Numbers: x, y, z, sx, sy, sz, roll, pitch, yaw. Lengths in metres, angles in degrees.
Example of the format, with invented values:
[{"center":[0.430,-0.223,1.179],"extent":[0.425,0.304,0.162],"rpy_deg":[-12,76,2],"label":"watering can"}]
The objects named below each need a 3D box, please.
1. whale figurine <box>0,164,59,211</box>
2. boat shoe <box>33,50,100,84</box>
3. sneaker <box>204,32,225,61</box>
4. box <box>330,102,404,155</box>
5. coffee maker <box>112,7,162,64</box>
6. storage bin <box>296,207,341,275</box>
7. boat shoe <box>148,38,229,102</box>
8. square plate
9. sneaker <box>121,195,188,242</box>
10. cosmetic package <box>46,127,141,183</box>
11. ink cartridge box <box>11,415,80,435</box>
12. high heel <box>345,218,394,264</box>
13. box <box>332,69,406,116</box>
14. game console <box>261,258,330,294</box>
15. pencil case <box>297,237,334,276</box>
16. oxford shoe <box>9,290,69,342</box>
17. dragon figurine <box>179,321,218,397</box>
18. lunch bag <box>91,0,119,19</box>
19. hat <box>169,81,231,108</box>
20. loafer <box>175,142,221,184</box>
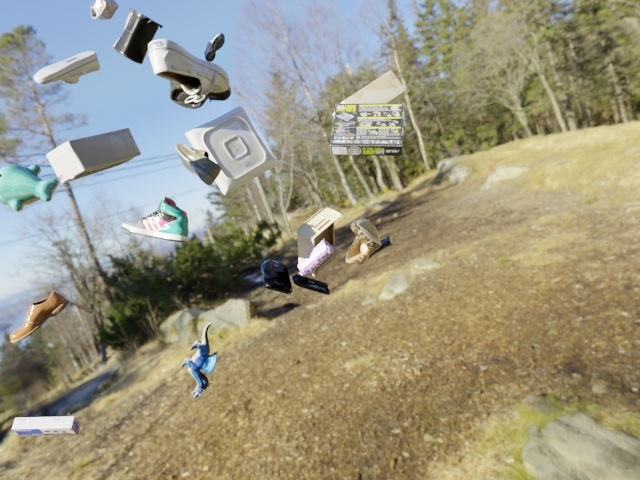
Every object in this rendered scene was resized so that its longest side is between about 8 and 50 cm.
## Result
[{"center":[-1.209,-0.225,1.884],"extent":[0.272,0.216,0.141],"rpy_deg":[7,-22,17],"label":"whale figurine"},{"center":[-1.017,-0.680,1.879],"extent":[0.096,0.088,0.267],"rpy_deg":[20,49,27],"label":"boat shoe"},{"center":[-0.467,-0.848,2.012],"extent":[0.135,0.058,0.052],"rpy_deg":[-45,-32,24],"label":"sneaker"},{"center":[0.181,-0.425,1.767],"extent":[0.270,0.216,0.060],"rpy_deg":[2,-29,9],"label":"box"},{"center":[-0.733,-0.809,1.848],"extent":[0.120,0.178,0.171],"rpy_deg":[20,13,-40],"label":"coffee maker"},{"center":[0.000,0.000,2.454],"extent":[0.123,0.262,0.260],"rpy_deg":[27,48,29],"label":"storage bin"},{"center":[-0.437,-0.547,1.606],"extent":[0.135,0.157,0.367],"rpy_deg":[-8,-5,21],"label":"boat shoe"},{"center":[-0.418,-0.446,2.251],"extent":[0.347,0.344,0.049],"rpy_deg":[-38,11,-31],"label":"square plate"},{"center":[-0.681,-0.100,1.942],"extent":[0.295,0.178,0.124],"rpy_deg":[9,-6,10],"label":"sneaker"},{"center":[-0.696,-0.266,1.438],"extent":[0.127,0.107,0.238],"rpy_deg":[-17,11,27],"label":"cosmetic package"},{"center":[-1.037,0.706,1.761],"extent":[0.207,0.046,0.097],"rpy_deg":[3,-37,-9],"label":"ink cartridge box"},{"center":[0.117,0.017,1.563],"extent":[0.186,0.093,0.261],"rpy_deg":[-28,-29,24],"label":"high heel"},{"center":[0.221,-0.625,2.109],"extent":[0.311,0.121,0.148],"rpy_deg":[-38,3,-23],"label":"box"},{"center":[-0.114,0.202,2.253],"extent":[0.361,0.044,0.213],"rpy_deg":[18,25,-22],"label":"game console"},{"center":[-0.022,0.088,2.289],"extent":[0.206,0.086,0.088],"rpy_deg":[-46,15,15],"label":"pencil case"},{"center":[-0.950,0.251,1.543],"extent":[0.212,0.076,0.076],"rpy_deg":[-44,29,-14],"label":"oxford shoe"},{"center":[-0.451,0.465,1.820],"extent":[0.289,0.144,0.085],"rpy_deg":[-62,8,-5],"label":"dragon figurine"},{"center":[-0.783,-0.834,1.670],"extent":[0.083,0.053,0.071],"rpy_deg":[-42,2,28],"label":"lunch bag"},{"center":[-0.537,-0.618,1.891],"extent":[0.331,0.134,0.331],"rpy_deg":[20,-10,4],"label":"hat"},{"center":[-0.462,-0.301,1.766],"extent":[0.087,0.251,0.094],"rpy_deg":[-40,-28,-18],"label":"loafer"}]
